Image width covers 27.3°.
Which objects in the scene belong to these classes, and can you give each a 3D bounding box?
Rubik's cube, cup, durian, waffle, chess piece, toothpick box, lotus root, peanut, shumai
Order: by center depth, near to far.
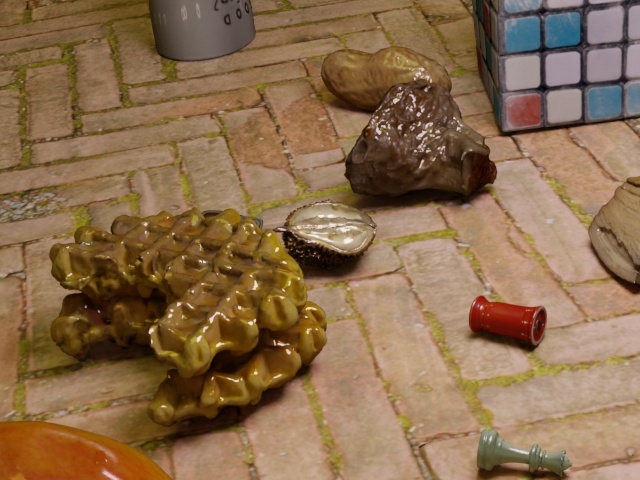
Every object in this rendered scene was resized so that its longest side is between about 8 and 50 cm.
[{"bbox_3d":[0.205,0.217,1.320,0.093,0.042,0.042,9,34,14],"label":"chess piece"},{"bbox_3d":[0.214,0.090,1.518,0.083,0.047,0.047,11,35,30],"label":"toothpick box"},{"bbox_3d":[-0.157,0.078,1.534,0.261,0.151,0.324,-24,37,-33],"label":"waffle"},{"bbox_3d":[0.414,-0.018,1.622,0.159,0.095,0.135,-53,29,5],"label":"lotus root"},{"bbox_3d":[0.001,0.003,1.695,0.140,0.071,0.110,-3,33,-22],"label":"durian"},{"bbox_3d":[0.147,-0.115,1.807,0.176,0.166,0.206,39,52,23],"label":"shumai"},{"bbox_3d":[0.370,-0.338,1.993,0.256,0.258,0.253,-9,32,0],"label":"Rubik's cube"},{"bbox_3d":[0.101,-0.255,2.071,0.226,0.108,0.095,10,40,32],"label":"peanut"},{"bbox_3d":[-0.205,-0.484,2.412,0.186,0.234,0.258,13,35,31],"label":"cup"}]

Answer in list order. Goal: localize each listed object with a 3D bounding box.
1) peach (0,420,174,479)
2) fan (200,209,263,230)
[{"bbox_3d":[-0.207,0.297,1.058,0.289,0.288,0.308,-31,31,-33],"label":"peach"},{"bbox_3d":[-0.120,0.006,1.782,0.220,0.009,0.132,16,41,37],"label":"fan"}]
